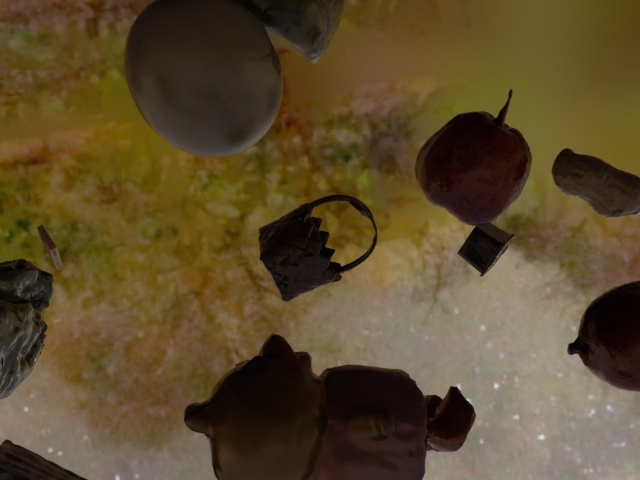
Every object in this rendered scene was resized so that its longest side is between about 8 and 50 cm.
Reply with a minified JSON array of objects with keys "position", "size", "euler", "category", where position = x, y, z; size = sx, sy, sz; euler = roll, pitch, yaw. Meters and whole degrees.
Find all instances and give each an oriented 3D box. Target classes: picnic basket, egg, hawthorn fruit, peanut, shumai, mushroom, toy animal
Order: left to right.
[{"position":[-0.416,0.113,0.988],"size":[0.304,0.310,0.263],"euler":[28,-156,37],"category":"shumai"},{"position":[-0.164,-0.236,1.229],"size":[0.219,0.219,0.269],"euler":[-10,153,7],"category":"egg"},{"position":[-0.066,-0.443,1.368],"size":[0.292,0.218,0.212],"euler":[30,-171,-17],"category":"mushroom"},{"position":[-0.001,0.198,0.896],"size":[0.281,0.169,0.195],"euler":[17,162,-9],"category":"toy animal"},{"position":[0.000,0.000,1.311],"size":[0.178,0.128,0.138],"euler":[-29,-153,10],"category":"picnic basket"},{"position":[0.292,-0.157,1.539],"size":[0.207,0.243,0.207],"euler":[26,-166,-7],"category":"hawthorn fruit"},{"position":[0.497,-0.098,1.510],"size":[0.214,0.100,0.099],"euler":[26,170,-24],"category":"peanut"},{"position":[0.451,0.142,1.244],"size":[0.188,0.169,0.169],"euler":[-14,-175,11],"category":"hawthorn fruit"}]

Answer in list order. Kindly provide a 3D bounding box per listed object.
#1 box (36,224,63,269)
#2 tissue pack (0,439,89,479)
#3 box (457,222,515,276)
[{"position":[-0.526,0.014,1.669],"size":[0.015,0.058,0.093],"euler":[-28,160,-20],"category":"box"},{"position":[-0.302,0.471,1.081],"size":[0.394,0.288,0.124],"euler":[27,-176,-1],"category":"tissue pack"},{"position":[0.319,0.011,1.660],"size":[0.069,0.084,0.122],"euler":[38,-158,13],"category":"box"}]
